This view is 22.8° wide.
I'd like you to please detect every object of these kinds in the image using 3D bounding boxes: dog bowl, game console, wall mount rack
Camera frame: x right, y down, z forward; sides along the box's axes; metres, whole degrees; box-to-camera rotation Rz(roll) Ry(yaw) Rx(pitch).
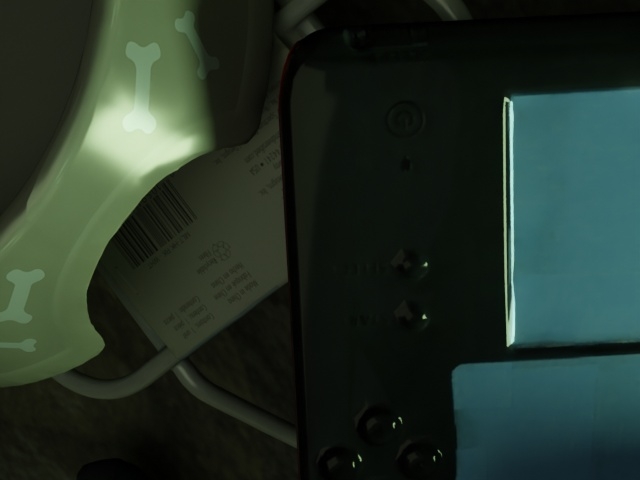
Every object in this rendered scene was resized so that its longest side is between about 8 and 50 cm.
[{"bbox_3d":[-0.193,-0.099,0.852,0.349,0.102,0.348,-8,75,33],"label":"dog bowl"},{"bbox_3d":[0.178,0.053,0.801,0.387,0.060,0.342,-3,112,-2],"label":"game console"},{"bbox_3d":[0.000,0.000,0.903,0.350,0.130,0.304,-37,90,30],"label":"wall mount rack"}]

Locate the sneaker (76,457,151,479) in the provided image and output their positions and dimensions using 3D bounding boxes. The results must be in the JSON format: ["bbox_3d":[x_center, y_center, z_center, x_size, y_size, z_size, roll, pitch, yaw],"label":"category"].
[{"bbox_3d":[-0.047,0.268,1.052,0.131,0.112,0.319,-25,103,12],"label":"sneaker"}]
